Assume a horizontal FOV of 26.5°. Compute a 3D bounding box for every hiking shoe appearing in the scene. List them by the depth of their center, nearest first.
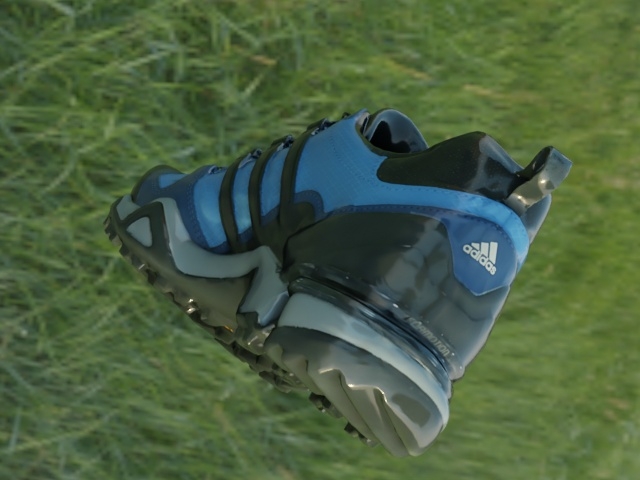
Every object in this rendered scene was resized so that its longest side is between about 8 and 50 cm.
[{"bbox_3d":[0.000,0.000,0.640,0.132,0.304,0.113,-51,119,-9],"label":"hiking shoe"}]
